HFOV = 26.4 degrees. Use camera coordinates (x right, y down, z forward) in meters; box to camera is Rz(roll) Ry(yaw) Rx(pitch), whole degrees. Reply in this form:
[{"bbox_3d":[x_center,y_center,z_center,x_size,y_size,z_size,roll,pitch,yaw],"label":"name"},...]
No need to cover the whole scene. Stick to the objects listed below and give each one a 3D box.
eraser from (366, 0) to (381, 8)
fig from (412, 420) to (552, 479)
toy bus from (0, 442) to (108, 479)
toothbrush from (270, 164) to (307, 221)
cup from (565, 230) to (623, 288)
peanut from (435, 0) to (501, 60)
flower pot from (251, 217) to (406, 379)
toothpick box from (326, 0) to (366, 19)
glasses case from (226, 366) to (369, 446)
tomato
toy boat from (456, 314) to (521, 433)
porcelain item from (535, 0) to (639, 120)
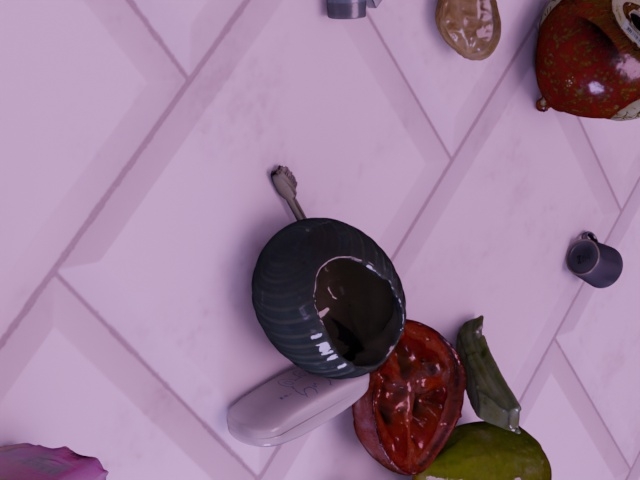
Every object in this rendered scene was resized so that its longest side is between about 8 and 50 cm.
[{"bbox_3d":[0.084,-0.357,1.852,0.083,0.019,0.038,-56,138,-23],"label":"eraser"},{"bbox_3d":[0.232,0.366,2.101,0.275,0.206,0.206,24,83,-49],"label":"fig"},{"bbox_3d":[-0.314,0.415,1.492,0.162,0.171,0.386,-22,117,-49],"label":"toy bus"},{"bbox_3d":[-0.002,0.005,1.853,0.294,0.026,0.028,62,40,-39],"label":"toothbrush"},{"bbox_3d":[0.478,0.028,2.404,0.077,0.078,0.100,23,49,-46],"label":"cup"},{"bbox_3d":[0.204,-0.347,1.953,0.093,0.083,0.194,-21,117,-6],"label":"peanut"},{"bbox_3d":[0.010,0.076,1.777,0.189,0.157,0.243,-47,136,-14],"label":"flower pot"},{"bbox_3d":[0.033,-0.332,1.774,0.052,0.052,0.083,-20,115,-46],"label":"toothpick box"},{"bbox_3d":[-0.027,0.215,1.833,0.233,0.092,0.059,-22,119,-44],"label":"glasses case"},{"bbox_3d":[0.113,0.223,2.001,0.228,0.101,0.228,-5,96,-50],"label":"tomato"},{"bbox_3d":[0.248,0.202,2.073,0.055,0.293,0.093,-4,113,-3],"label":"toy boat"},{"bbox_3d":[0.434,-0.282,2.179,0.253,0.253,0.253,-18,114,-46],"label":"porcelain item"}]
